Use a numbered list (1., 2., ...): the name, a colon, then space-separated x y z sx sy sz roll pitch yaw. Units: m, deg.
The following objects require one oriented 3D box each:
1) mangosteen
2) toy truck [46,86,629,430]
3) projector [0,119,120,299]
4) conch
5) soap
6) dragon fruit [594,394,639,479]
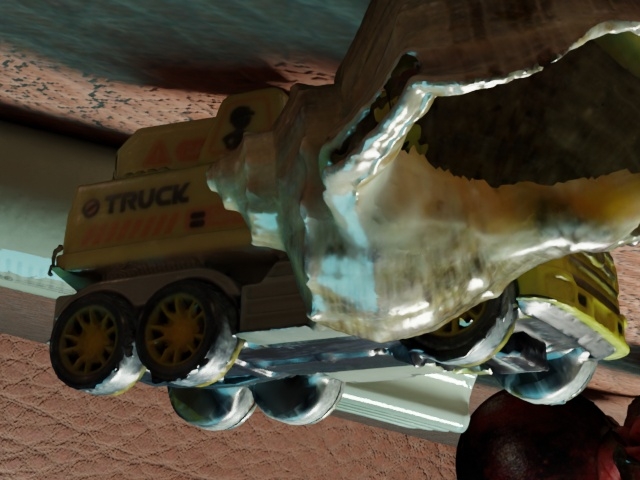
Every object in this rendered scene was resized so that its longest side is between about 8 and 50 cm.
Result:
1. mangosteen: 0.294 0.264 1.579 0.261 0.235 0.235 -30 151 21
2. toy truck: 0.000 0.000 0.642 0.272 0.157 0.124 -8 160 29
3. projector: -0.234 -0.030 0.862 0.338 0.108 0.108 14 170 -5
4. conch: 0.064 -0.031 0.448 0.207 0.130 0.155 -2 -178 2
5. soap: 0.026 0.146 1.543 0.266 0.087 0.160 16 169 -19
6. dragon fruit: 0.367 0.249 1.213 0.234 0.233 0.293 18 -160 -25
